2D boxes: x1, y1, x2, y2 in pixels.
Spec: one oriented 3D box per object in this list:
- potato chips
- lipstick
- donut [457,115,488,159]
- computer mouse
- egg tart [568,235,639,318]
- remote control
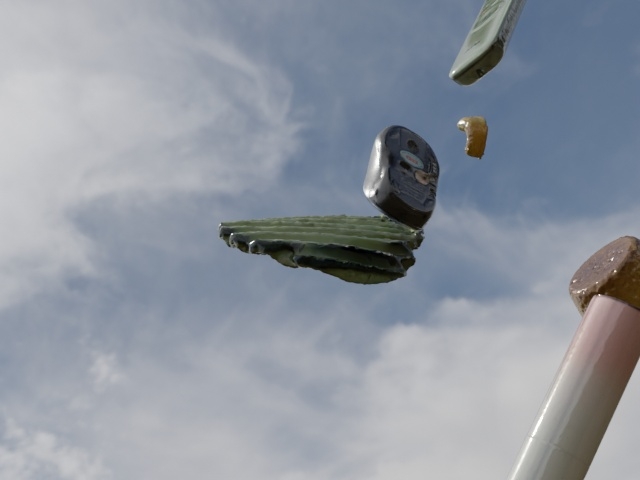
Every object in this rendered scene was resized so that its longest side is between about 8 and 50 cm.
[{"bbox_3d":[0.000,0.000,1.966,0.429,0.358,0.070,2,-74,0],"label":"potato chips"},{"bbox_3d":[0.320,0.231,1.230,0.326,0.087,0.087,-61,-32,-10],"label":"lipstick"},{"bbox_3d":[0.287,-0.197,1.832,0.038,0.067,0.083,6,-86,-25],"label":"donut"},{"bbox_3d":[0.144,-0.109,1.775,0.137,0.233,0.096,26,-46,-14],"label":"computer mouse"},{"bbox_3d":[0.541,0.102,1.691,0.215,0.171,0.215,-44,6,6],"label":"egg tart"},{"bbox_3d":[0.253,-0.315,1.373,0.038,0.309,0.090,42,-47,-12],"label":"remote control"}]
